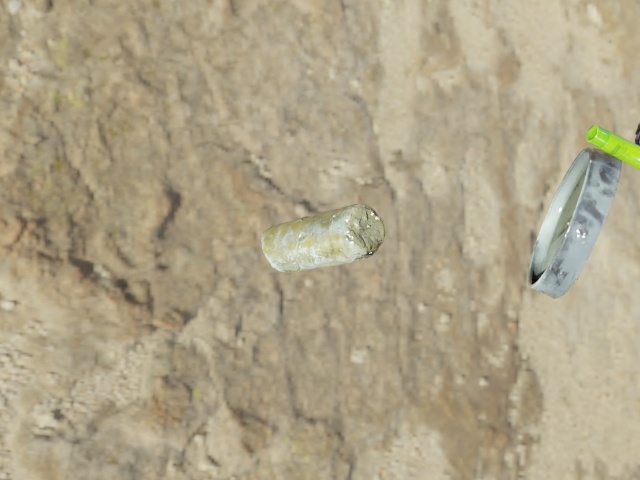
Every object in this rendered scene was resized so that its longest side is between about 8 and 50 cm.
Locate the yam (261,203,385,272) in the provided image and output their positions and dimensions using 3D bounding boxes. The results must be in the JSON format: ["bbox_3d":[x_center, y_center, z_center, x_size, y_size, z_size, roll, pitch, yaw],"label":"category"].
[{"bbox_3d":[0.000,0.000,1.580,0.078,0.179,0.078,14,71,-45],"label":"yam"}]

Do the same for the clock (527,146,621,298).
[{"bbox_3d":[0.358,-0.027,1.697,0.049,0.226,0.226,23,65,0],"label":"clock"}]

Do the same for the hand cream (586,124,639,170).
[{"bbox_3d":[0.368,-0.103,1.413,0.122,0.036,0.023,23,37,-23],"label":"hand cream"}]

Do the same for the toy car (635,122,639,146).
[{"bbox_3d":[0.542,-0.139,1.679,0.089,0.209,0.108,16,107,-37],"label":"toy car"}]
